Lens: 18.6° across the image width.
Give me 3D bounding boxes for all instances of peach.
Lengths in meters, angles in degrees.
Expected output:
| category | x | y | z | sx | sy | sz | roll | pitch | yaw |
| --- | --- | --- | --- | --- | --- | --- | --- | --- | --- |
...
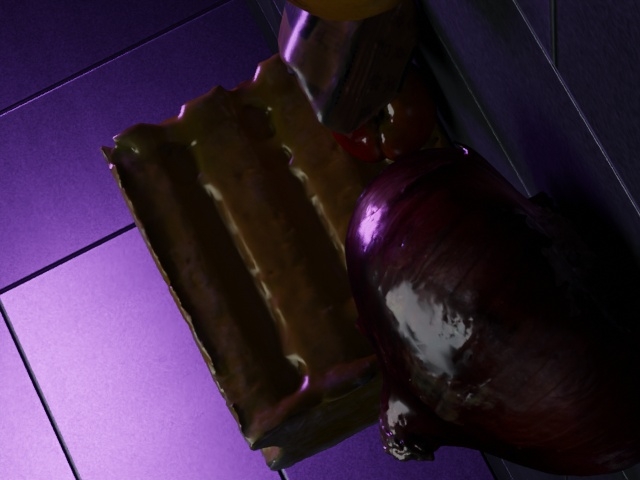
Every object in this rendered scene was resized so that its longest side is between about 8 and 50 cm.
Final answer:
| category | x | y | z | sx | sy | sz | roll | pitch | yaw |
| --- | --- | --- | --- | --- | --- | --- | --- | --- | --- |
| peach | 0.056 | -0.115 | 1.704 | 0.100 | 0.101 | 0.101 | 63 | 178 | 4 |

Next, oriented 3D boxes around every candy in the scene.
| category | x | y | z | sx | sy | sz | roll | pitch | yaw |
| --- | --- | --- | --- | --- | --- | --- | --- | --- | --- |
| candy | 0.015 | -0.183 | 1.639 | 0.101 | 0.143 | 0.271 | 20 | -168 | -13 |

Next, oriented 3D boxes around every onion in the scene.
| category | x | y | z | sx | sy | sz | roll | pitch | yaw |
| --- | --- | --- | --- | --- | --- | --- | --- | --- | --- |
| onion | 0.106 | 0.063 | 1.314 | 0.272 | 0.195 | 0.272 | 51 | -176 | -5 |

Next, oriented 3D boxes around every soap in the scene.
| category | x | y | z | sx | sy | sz | roll | pitch | yaw |
| --- | --- | --- | --- | --- | --- | --- | --- | --- | --- |
| soap | 0.000 | 0.000 | 1.803 | 0.335 | 0.293 | 0.156 | 61 | 176 | 21 |

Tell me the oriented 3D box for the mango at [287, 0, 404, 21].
| category | x | y | z | sx | sy | sz | roll | pitch | yaw |
| --- | --- | --- | --- | --- | --- | --- | --- | --- | --- |
| mango | -0.001 | -0.221 | 1.313 | 0.154 | 0.126 | 0.252 | 52 | -178 | -22 |
